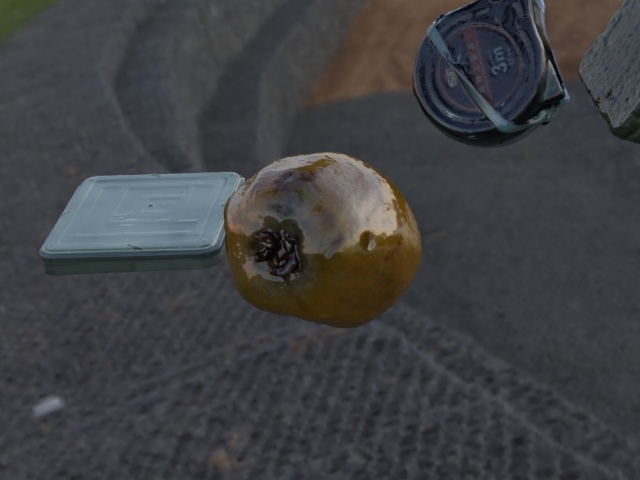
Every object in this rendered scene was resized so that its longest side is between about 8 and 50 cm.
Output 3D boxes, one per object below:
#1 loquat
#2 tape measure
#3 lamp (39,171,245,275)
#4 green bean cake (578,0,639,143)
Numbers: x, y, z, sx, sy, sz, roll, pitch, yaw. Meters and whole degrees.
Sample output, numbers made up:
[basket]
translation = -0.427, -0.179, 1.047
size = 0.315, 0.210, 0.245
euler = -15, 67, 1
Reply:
[loquat]
translation = 0.000, 0.000, 1.450
size = 0.187, 0.176, 0.234
euler = -4, -4, 29
[tape measure]
translation = 0.206, -0.204, 1.797
size = 0.181, 0.182, 0.107
euler = -15, -11, 22
[lamp]
translation = -0.258, -0.029, 2.188
size = 0.267, 0.047, 0.269
euler = -1, 27, 8
[green bean cake]
translation = 0.428, -0.232, 1.861
size = 0.094, 0.185, 0.183
euler = 17, 32, -21
